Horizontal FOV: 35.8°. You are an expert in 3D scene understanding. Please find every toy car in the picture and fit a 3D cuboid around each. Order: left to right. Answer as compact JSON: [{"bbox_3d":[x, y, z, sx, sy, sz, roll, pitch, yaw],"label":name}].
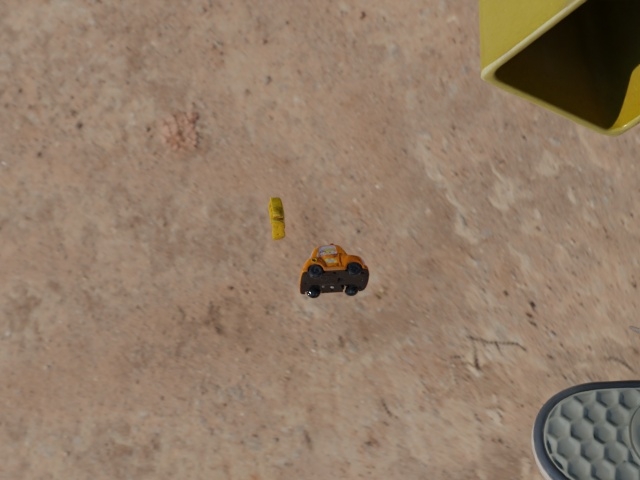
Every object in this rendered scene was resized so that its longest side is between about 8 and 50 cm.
[{"bbox_3d":[0.000,0.000,0.778,0.060,0.122,0.040,-14,52,7],"label":"toy car"}]

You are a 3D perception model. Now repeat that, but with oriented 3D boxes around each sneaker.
[{"bbox_3d":[0.212,0.151,0.529,0.226,0.163,0.086,13,61,5],"label":"sneaker"}]

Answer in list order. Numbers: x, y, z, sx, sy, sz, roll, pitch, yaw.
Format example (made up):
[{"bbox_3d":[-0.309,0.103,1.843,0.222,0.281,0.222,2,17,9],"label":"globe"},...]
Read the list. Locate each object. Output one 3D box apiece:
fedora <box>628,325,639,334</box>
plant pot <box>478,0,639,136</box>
[{"bbox_3d":[0.437,0.105,0.905,0.124,0.244,0.275,-58,39,7],"label":"fedora"},{"bbox_3d":[0.113,-0.105,0.390,0.081,0.081,0.083,-36,49,43],"label":"plant pot"}]
